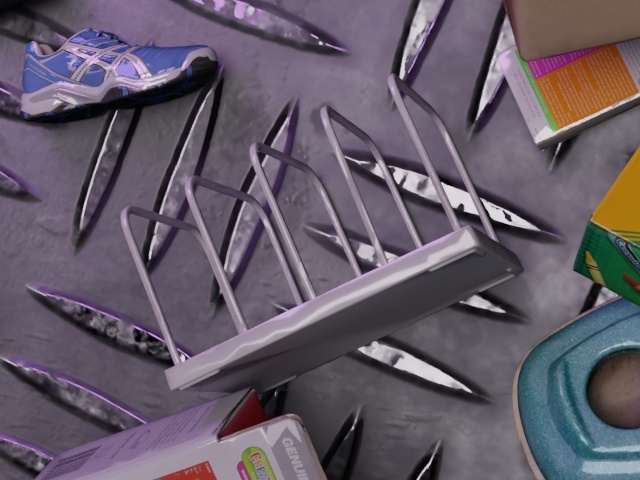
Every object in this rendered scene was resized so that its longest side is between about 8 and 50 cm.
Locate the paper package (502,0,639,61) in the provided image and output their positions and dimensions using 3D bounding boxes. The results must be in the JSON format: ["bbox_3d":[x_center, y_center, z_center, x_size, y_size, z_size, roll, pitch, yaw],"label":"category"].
[{"bbox_3d":[0.278,-0.319,0.937,0.325,0.309,0.168,-12,46,3],"label":"paper package"}]

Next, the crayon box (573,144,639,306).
[{"bbox_3d":[0.339,-0.053,0.986,0.165,0.081,0.278,30,65,17],"label":"crayon box"}]

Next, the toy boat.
[{"bbox_3d":[0.301,0.167,0.976,0.267,0.148,0.318,-24,59,9],"label":"toy boat"}]

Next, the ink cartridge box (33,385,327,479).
[{"bbox_3d":[-0.070,0.301,1.088,0.272,0.130,0.309,-20,98,15],"label":"ink cartridge box"}]

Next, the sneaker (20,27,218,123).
[{"bbox_3d":[-0.201,-0.168,1.231,0.211,0.080,0.081,-8,87,16],"label":"sneaker"}]

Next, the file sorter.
[{"bbox_3d":[0.000,0.000,1.099,0.278,0.193,0.173,-26,76,14],"label":"file sorter"}]

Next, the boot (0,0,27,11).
[{"bbox_3d":[-0.392,-0.322,1.292,0.207,0.094,0.246,-27,85,18],"label":"boot"}]

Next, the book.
[{"bbox_3d":[0.238,-0.154,1.116,0.144,0.035,0.096,-25,76,14],"label":"book"}]
